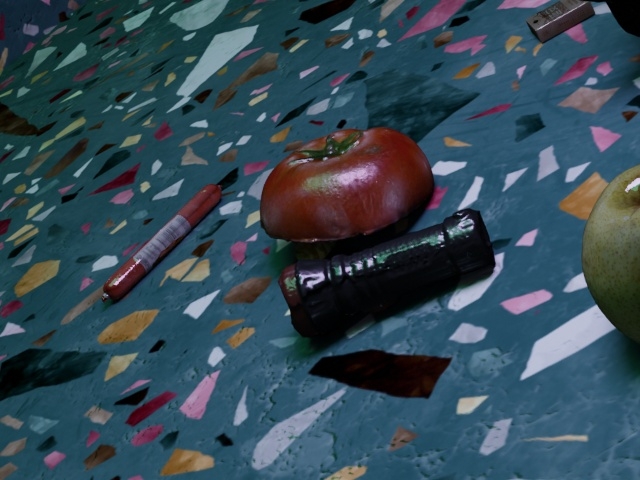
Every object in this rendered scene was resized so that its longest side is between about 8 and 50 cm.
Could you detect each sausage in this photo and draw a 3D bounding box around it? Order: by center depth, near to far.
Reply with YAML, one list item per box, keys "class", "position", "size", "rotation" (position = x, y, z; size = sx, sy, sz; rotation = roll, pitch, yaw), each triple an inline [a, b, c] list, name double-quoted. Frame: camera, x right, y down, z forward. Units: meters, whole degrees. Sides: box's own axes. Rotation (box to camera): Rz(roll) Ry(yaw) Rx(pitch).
- class: "sausage"
  position: [-0.216, 0.000, 1.954]
  size: [0.034, 0.034, 0.253]
  rotation: [4, 42, 49]

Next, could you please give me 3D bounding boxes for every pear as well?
- class: "pear"
  position: [0.311, 0.010, 1.261]
  size: [0.167, 0.136, 0.167]
  rotation: [-22, 25, 11]

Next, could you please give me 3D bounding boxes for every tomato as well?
- class: "tomato"
  position: [0.023, -0.077, 1.727]
  size: [0.225, 0.085, 0.225]
  rotation: [-14, 25, 7]

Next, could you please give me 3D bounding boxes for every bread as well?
- class: "bread"
  position: [0.000, 0.000, 1.723]
  size: [0.049, 0.033, 0.088]
  rotation: [-8, 34, 32]

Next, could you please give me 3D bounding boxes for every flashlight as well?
- class: "flashlight"
  position: [0.074, 0.035, 1.537]
  size: [0.232, 0.093, 0.093]
  rotation: [-18, 28, 13]

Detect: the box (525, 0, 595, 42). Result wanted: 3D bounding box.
- class: "box"
  position: [0.326, -0.304, 1.931]
  size: [0.083, 0.024, 0.053]
  rotation: [-28, 26, 3]

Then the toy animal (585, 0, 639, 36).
- class: "toy animal"
  position: [0.373, -0.359, 1.615]
  size: [0.303, 0.344, 0.194]
  rotation: [1, 36, 31]
